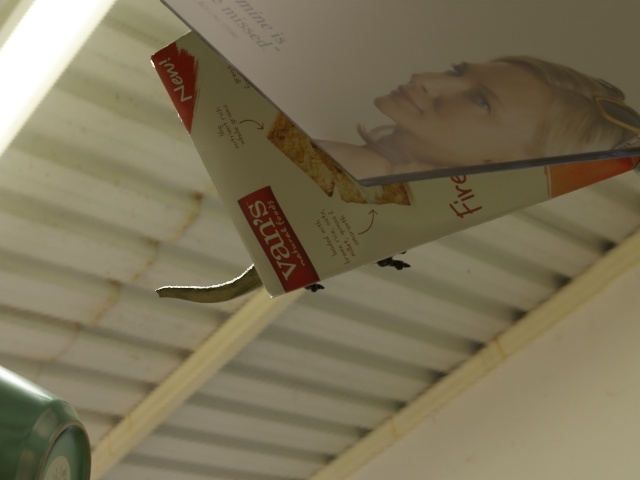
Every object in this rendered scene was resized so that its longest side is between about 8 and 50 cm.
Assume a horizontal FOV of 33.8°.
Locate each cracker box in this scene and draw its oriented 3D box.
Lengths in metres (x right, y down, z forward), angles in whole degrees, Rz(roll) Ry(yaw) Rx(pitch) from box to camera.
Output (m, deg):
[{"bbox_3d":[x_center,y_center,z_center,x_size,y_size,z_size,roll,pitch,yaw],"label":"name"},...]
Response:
[{"bbox_3d":[0.036,-0.077,0.546,0.232,0.156,0.067,-22,8,39],"label":"cracker box"}]

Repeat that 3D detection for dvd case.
[{"bbox_3d":[0.058,-0.083,0.353,0.253,0.022,0.180,-4,-34,44],"label":"dvd case"}]

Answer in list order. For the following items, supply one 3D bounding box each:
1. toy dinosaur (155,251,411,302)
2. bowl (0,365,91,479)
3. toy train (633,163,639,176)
[{"bbox_3d":[0.000,0.000,0.855,0.268,0.118,0.064,-32,-62,-9],"label":"toy dinosaur"},{"bbox_3d":[-0.425,0.324,1.452,0.163,0.312,0.312,5,-37,11],"label":"bowl"},{"bbox_3d":[0.347,-0.007,0.647,0.334,0.190,0.142,26,-78,-26],"label":"toy train"}]
